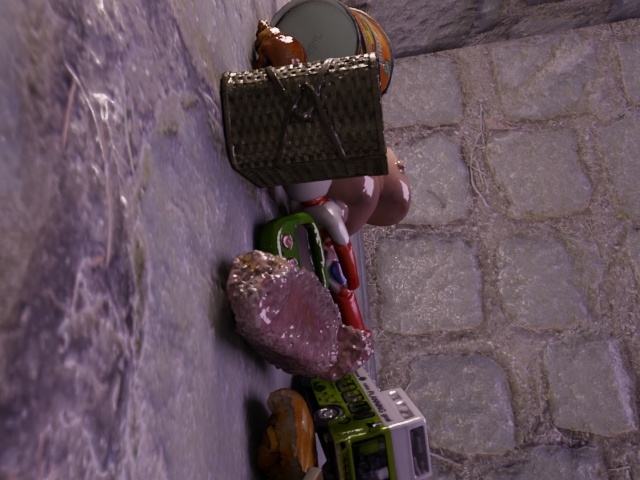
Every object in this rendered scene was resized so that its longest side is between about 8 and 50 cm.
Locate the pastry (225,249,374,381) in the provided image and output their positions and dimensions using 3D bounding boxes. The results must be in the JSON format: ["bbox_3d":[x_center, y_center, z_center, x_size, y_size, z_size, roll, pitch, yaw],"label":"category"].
[{"bbox_3d":[-0.034,0.097,0.624,0.265,0.112,0.103,51,57,-49],"label":"pastry"}]

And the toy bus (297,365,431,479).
[{"bbox_3d":[0.048,0.258,0.790,0.301,0.139,0.113,-142,-136,-76],"label":"toy bus"}]

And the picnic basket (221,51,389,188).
[{"bbox_3d":[-0.014,-0.153,0.680,0.154,0.196,0.134,22,64,-82],"label":"picnic basket"}]

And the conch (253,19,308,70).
[{"bbox_3d":[-0.061,-0.258,0.806,0.080,0.086,0.233,68,15,-60],"label":"conch"}]

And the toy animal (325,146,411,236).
[{"bbox_3d":[0.071,-0.106,1.047,0.229,0.221,0.210,85,-15,-63],"label":"toy animal"}]

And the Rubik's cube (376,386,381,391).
[{"bbox_3d":[0.138,0.487,1.547,0.092,0.092,0.092,61,23,-69],"label":"Rubik's cube"}]

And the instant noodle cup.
[{"bbox_3d":[0.009,-0.336,0.958,0.182,0.230,0.230,-19,103,-73],"label":"instant noodle cup"}]

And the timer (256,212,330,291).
[{"bbox_3d":[-0.037,0.033,0.751,0.128,0.047,0.140,-20,100,-59],"label":"timer"}]

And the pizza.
[{"bbox_3d":[-0.036,0.271,0.640,0.127,0.058,0.246,-89,170,-50],"label":"pizza"}]

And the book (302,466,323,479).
[{"bbox_3d":[-0.038,0.390,0.455,0.310,0.021,0.217,-39,122,-67],"label":"book"}]

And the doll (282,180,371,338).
[{"bbox_3d":[0.000,0.000,0.896,0.188,0.099,0.384,31,-37,48],"label":"doll"}]
